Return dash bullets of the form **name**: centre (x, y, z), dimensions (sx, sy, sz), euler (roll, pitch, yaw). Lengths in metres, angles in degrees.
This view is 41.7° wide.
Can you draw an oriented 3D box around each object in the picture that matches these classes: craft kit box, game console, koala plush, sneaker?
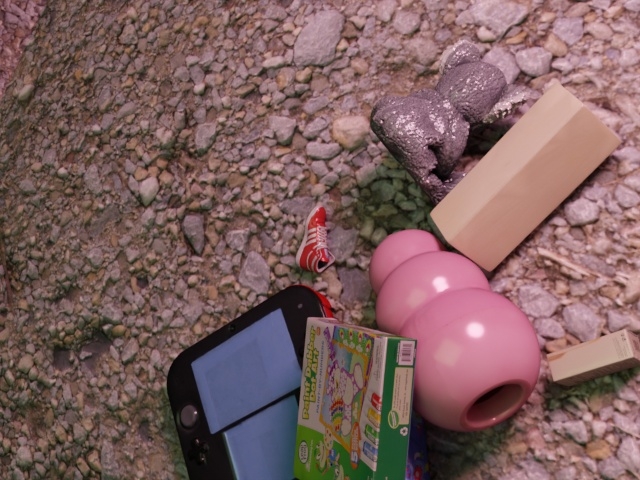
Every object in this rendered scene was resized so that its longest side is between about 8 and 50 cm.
- **craft kit box**: centre (0.043, 0.245, 1.200), dimensions (0.246, 0.060, 0.250), euler (-179, 94, -67)
- **game console**: centre (-0.104, 0.295, 1.473), dimensions (0.386, 0.060, 0.342), euler (-33, 59, 26)
- **koala plush**: centre (0.205, -0.197, 1.318), dimensions (0.221, 0.203, 0.196), euler (-40, 55, 7)
- **sneaker**: centre (0.000, 0.000, 1.493), dimensions (0.067, 0.042, 0.119), euler (22, 97, 43)

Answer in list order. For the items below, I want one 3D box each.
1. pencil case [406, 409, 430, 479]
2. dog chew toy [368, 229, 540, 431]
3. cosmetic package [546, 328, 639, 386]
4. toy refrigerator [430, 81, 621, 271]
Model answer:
- **pencil case**: centre (0.103, 0.338, 1.252), dimensions (0.119, 0.133, 0.306), euler (-17, 65, 27)
- **dog chew toy**: centre (0.175, 0.111, 1.232), dimensions (0.206, 0.206, 0.332), euler (-45, 47, 18)
- **cosmetic package**: centre (0.375, 0.161, 1.146), dimensions (0.115, 0.060, 0.041), euler (-24, 62, 28)
- **toy refrigerator**: centre (0.297, -0.093, 1.244), dimensions (0.269, 0.102, 0.094), euler (-48, 32, 16)
